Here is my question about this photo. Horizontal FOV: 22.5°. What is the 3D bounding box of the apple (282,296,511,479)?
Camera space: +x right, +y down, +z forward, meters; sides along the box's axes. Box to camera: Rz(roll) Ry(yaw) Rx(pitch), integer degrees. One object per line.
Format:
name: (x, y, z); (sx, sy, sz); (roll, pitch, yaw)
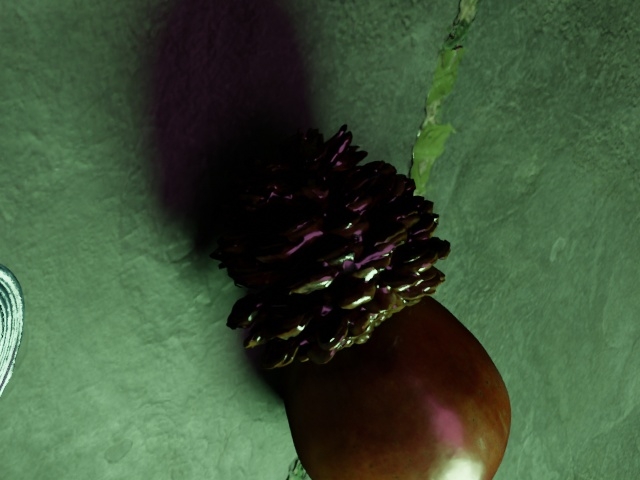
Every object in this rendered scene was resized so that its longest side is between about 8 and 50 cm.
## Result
apple: (0.070, 0.161, 1.599); (0.234, 0.234, 0.234); (-24, 126, -37)

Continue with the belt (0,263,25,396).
belt: (-0.308, 0.086, 1.257); (0.141, 0.082, 0.190); (22, 94, -55)

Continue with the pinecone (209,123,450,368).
pinecone: (0.000, 0.000, 1.460); (0.221, 0.221, 0.221); (-24, 126, -37)
